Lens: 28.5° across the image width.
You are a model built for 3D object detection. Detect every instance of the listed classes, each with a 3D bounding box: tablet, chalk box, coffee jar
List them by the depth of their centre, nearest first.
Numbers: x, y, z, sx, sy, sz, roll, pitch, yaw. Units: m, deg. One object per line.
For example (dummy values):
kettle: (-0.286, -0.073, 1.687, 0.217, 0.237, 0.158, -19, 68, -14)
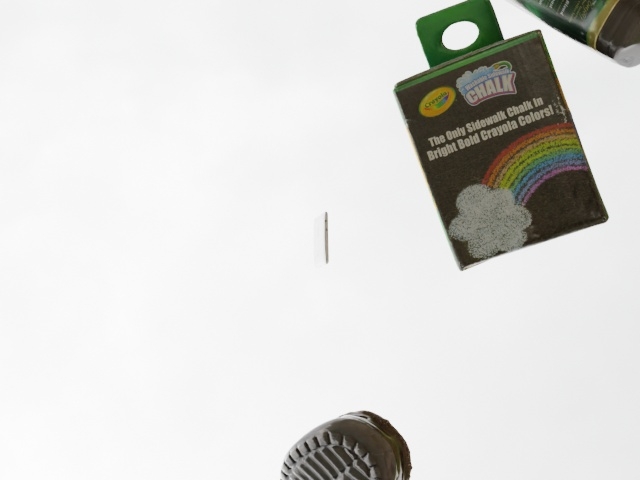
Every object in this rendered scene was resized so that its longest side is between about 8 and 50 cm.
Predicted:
tablet: (0.000, 0.000, 1.319, 0.006, 0.083, 0.054, 0, -94, -9)
coffee jar: (0.295, -0.266, 1.422, 0.184, 0.079, 0.096, 38, -164, 31)
chalk box: (0.199, -0.132, 1.455, 0.180, 0.179, 0.288, -19, -91, 11)

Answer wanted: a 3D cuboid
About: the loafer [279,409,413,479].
loafer: (0.032, 0.293, 1.442, 0.134, 0.366, 0.130, 42, -125, 18)
